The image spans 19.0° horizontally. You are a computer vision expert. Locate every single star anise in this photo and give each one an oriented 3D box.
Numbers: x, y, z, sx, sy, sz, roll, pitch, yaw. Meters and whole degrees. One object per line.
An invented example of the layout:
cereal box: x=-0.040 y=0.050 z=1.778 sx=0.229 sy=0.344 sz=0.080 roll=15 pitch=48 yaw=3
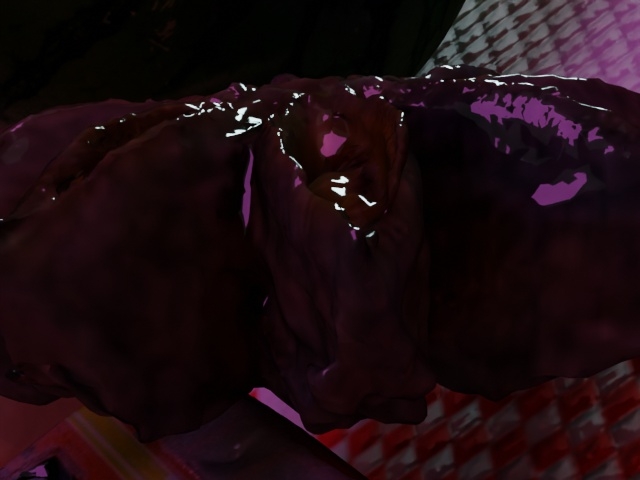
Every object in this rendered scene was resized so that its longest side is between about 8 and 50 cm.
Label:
star anise: x=0.002 y=0.000 z=0.662 sx=0.332 sy=0.117 sz=0.332 roll=-4 pitch=12 yaw=1

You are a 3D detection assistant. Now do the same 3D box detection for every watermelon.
watermelon: x=-0.086 y=-0.179 z=0.937 sx=0.363 sy=0.363 sz=0.363 roll=-35 pitch=27 yaw=21

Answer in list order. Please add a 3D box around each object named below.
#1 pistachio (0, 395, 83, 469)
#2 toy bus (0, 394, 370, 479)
pistachio: x=-0.195 y=0.107 z=0.904 sx=0.157 sy=0.157 sz=0.229 roll=-9 pitch=30 yaw=51
toy bus: x=-0.021 y=0.128 z=0.636 sx=0.120 sy=0.121 sz=0.265 roll=-40 pitch=24 yaw=-12
